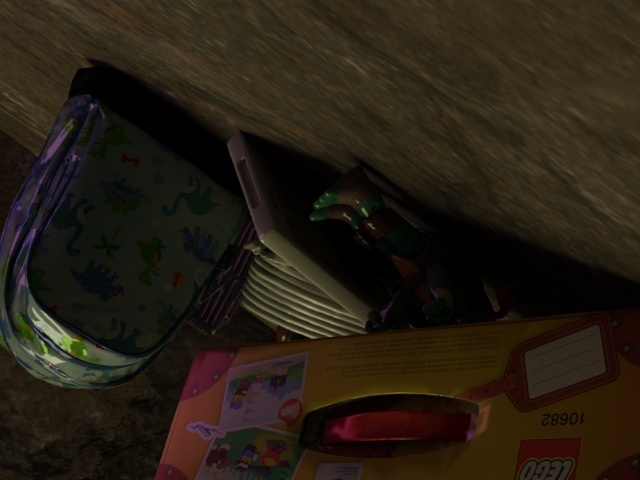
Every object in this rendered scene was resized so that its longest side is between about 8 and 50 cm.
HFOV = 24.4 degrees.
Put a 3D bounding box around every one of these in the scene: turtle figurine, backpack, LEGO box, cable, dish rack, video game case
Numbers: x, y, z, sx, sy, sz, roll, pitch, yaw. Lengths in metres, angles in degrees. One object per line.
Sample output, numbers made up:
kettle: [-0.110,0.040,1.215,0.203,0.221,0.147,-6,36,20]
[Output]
turtle figurine: [0.090,0.039,1.402,0.234,0.118,0.175,49,153,6]
backpack: [-0.251,0.009,1.780,0.290,0.355,0.273,39,171,-21]
LEGO box: [0.160,0.241,1.336,0.500,0.193,0.372,-9,145,39]
cable: [0.027,0.085,1.881,0.257,0.089,0.257,24,-177,12]
dish rack: [-0.202,0.013,2.201,0.272,0.208,0.074,27,-179,42]
video game case: [0.000,0.000,1.595,0.227,0.026,0.206,40,-164,-31]

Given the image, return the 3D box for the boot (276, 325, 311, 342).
boot: [-0.102,0.051,2.280,0.280,0.096,0.264,37,-158,5]

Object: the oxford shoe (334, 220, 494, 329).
oxford shoe: [0.114,0.047,1.519,0.096,0.083,0.227,39,-176,-45]
